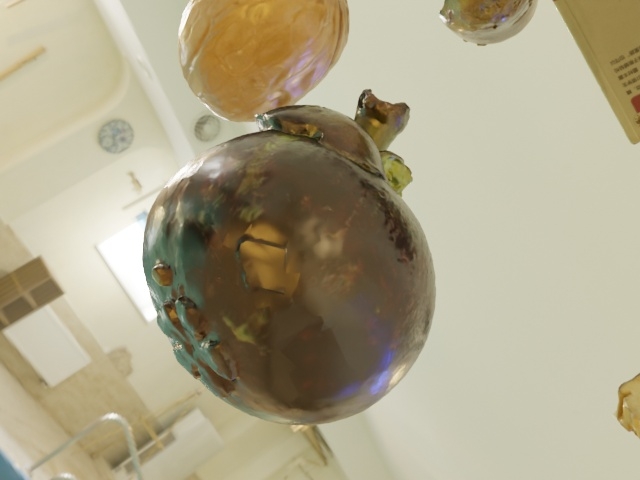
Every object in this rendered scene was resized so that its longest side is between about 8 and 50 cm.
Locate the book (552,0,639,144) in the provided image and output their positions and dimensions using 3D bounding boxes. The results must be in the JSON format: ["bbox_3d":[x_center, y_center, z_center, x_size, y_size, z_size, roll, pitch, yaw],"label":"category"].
[{"bbox_3d":[0.307,-0.220,0.633,0.162,0.022,0.232,-26,-78,36],"label":"book"}]

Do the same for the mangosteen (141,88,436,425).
[{"bbox_3d":[0.000,0.000,0.556,0.231,0.289,0.231,32,-27,19],"label":"mangosteen"}]

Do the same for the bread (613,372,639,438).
[{"bbox_3d":[0.583,0.252,1.091,0.211,0.224,0.183,15,17,-36],"label":"bread"}]

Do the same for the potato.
[{"bbox_3d":[0.266,-0.346,1.031,0.081,0.164,0.200,57,24,12],"label":"potato"}]

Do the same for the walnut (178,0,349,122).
[{"bbox_3d":[-0.063,-0.218,0.747,0.197,0.165,0.165,-28,-83,36],"label":"walnut"}]
